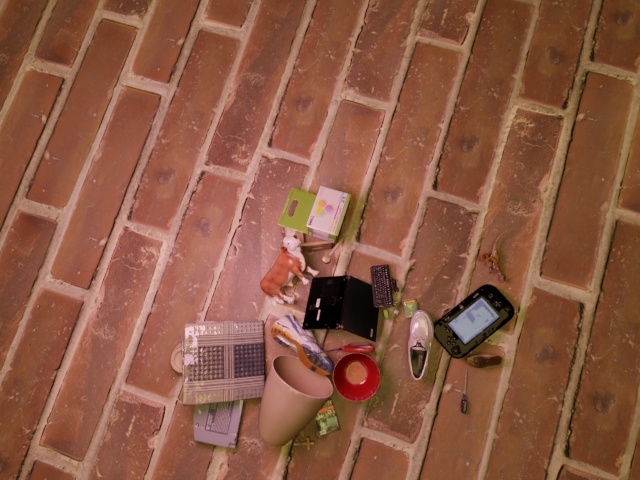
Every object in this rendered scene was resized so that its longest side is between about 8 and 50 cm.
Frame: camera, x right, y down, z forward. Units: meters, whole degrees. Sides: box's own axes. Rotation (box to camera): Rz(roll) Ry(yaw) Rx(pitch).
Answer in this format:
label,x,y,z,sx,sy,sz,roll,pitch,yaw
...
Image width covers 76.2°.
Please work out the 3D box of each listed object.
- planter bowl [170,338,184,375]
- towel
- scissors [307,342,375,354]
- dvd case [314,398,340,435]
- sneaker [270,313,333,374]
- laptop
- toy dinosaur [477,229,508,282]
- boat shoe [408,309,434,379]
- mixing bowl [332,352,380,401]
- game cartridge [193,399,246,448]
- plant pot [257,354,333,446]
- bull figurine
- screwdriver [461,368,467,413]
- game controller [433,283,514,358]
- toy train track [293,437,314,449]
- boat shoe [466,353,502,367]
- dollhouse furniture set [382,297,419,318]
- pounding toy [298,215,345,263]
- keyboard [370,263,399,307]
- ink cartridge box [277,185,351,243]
label,x,y,z,sx,sy,sz,roll,pitch,yaw
planter bowl,-0.539,0.477,1.652,0.161,0.109,0.162,-1,81,4
towel,-0.382,0.473,1.611,0.323,0.056,0.313,2,72,-19
scissors,0.073,0.423,1.579,0.296,0.109,0.021,-1,91,-18
dvd case,0.021,0.705,1.628,0.087,0.013,0.120,-19,79,1
sneaker,-0.052,0.400,1.618,0.296,0.131,0.112,39,130,10
laptop,0.088,0.273,1.644,0.264,0.137,0.235,-7,52,25
toy dinosaur,0.710,0.066,1.667,0.112,0.064,0.212,-5,90,-15
boat shoe,0.387,0.409,1.597,0.096,0.088,0.268,7,89,21
mixing bowl,0.141,0.527,1.604,0.181,0.098,0.182,-1,82,4
game cartridge,-0.404,0.662,1.643,0.195,0.060,0.295,11,82,2
plant pot,-0.124,0.627,1.553,0.256,0.256,0.274,27,99,7
bull figurine,-0.125,0.125,1.639,0.188,0.101,0.310,42,119,9
screwdriver,0.567,0.592,1.609,0.025,0.024,0.170,-5,73,32
game controller,0.605,0.319,1.622,0.319,0.067,0.166,-38,81,-3
toy train track,-0.065,0.805,1.619,0.083,0.014,0.048,-7,88,8
boat shoe,0.640,0.472,1.607,0.135,0.045,0.050,-1,89,0
dollhouse furniture set,0.328,0.281,1.650,0.151,0.058,0.076,-10,81,2
pounding toy,0.010,0.004,1.690,0.180,0.094,0.206,-7,72,-2
keyboard,0.264,0.183,1.661,0.108,0.023,0.180,-4,63,3
ink cartridge box,-0.027,-0.120,1.630,0.255,0.097,0.189,17,71,5
